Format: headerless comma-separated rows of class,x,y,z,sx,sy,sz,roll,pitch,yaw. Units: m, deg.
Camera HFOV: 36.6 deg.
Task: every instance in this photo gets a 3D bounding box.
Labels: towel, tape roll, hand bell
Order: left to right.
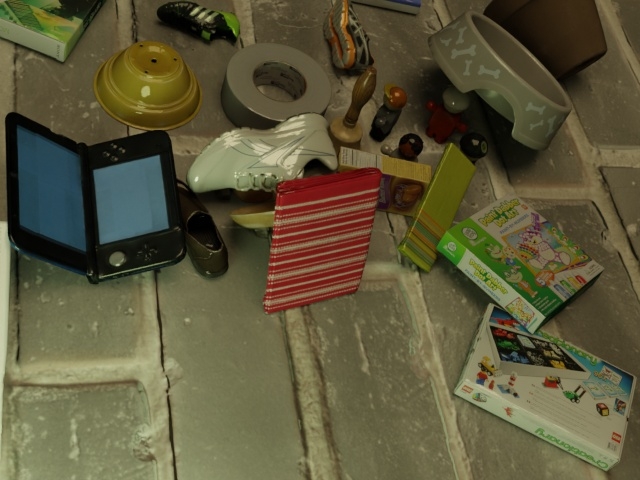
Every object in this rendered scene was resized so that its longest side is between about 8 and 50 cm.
tape roll,-0.091,-0.302,1.979,0.219,0.072,0.219,9,54,-12
towel,0.000,0.000,1.667,0.199,0.274,0.031,-12,43,-25
hand bell,0.064,-0.243,1.879,0.126,0.242,0.126,10,53,-13
towel,0.225,-0.063,1.853,0.102,0.021,0.237,39,71,-42

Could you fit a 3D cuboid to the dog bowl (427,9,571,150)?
dog bowl,0.391,-0.350,2.060,0.349,0.102,0.348,33,28,-20

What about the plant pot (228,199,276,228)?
plant pot,-0.046,-0.056,1.746,0.236,0.236,0.032,-15,98,-27

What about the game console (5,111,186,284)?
game console,-0.382,-0.093,1.651,0.250,0.173,0.293,-14,58,1

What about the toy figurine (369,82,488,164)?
toy figurine,0.217,-0.214,1.970,0.210,0.148,0.213,3,55,-17

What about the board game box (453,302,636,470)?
board game box,0.409,0.260,1.748,0.305,0.053,0.193,27,50,2

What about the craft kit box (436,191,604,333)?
craft kit box,0.389,0.035,1.873,0.247,0.061,0.250,40,42,20

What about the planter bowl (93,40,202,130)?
planter bowl,-0.332,-0.326,1.903,0.217,0.090,0.217,9,53,-12

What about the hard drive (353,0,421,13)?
hard drive,0.078,-0.651,2.311,0.319,0.040,0.210,8,53,-13

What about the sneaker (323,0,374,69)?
sneaker,0.065,-0.455,2.147,0.083,0.084,0.214,11,55,-28

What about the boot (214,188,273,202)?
boot,-0.153,-0.116,1.841,0.119,0.042,0.087,1,55,-17

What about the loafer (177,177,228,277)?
loafer,-0.225,-0.038,1.735,0.080,0.078,0.220,-25,66,-32

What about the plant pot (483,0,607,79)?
plant pot,0.543,-0.497,2.252,0.263,0.263,0.229,-24,85,-31

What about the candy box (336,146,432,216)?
candy box,0.111,-0.112,1.885,0.187,0.109,0.053,12,51,-10

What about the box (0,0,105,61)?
box,-0.566,-0.522,1.987,0.232,0.058,0.322,21,52,-3

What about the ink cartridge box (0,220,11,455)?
ink cartridge box,-0.637,0.154,1.476,0.308,0.091,0.384,2,71,-18

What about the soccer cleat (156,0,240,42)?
soccer cleat,-0.256,-0.461,2.048,0.179,0.060,0.072,7,55,-18

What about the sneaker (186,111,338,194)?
sneaker,-0.100,-0.142,1.778,0.297,0.111,0.129,-19,66,-17
